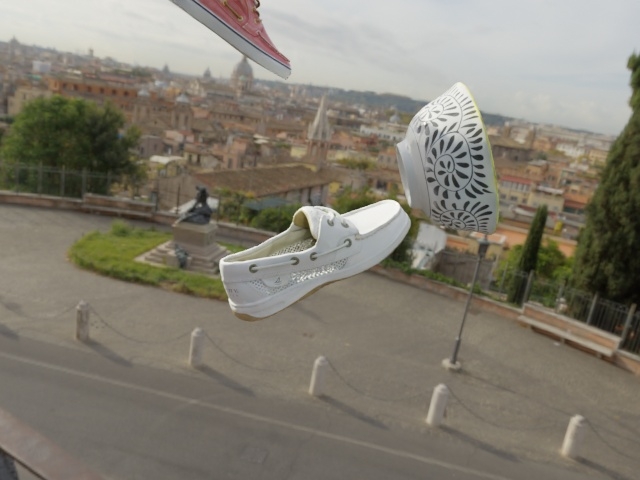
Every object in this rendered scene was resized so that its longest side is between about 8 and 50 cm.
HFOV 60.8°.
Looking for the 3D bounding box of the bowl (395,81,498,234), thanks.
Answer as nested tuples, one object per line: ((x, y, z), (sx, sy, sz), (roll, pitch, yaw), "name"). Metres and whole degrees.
((0.130, -0.079, 0.600), (0.080, 0.170, 0.170), (-14, 14, 5), "bowl")

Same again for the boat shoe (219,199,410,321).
((0.000, 0.000, 0.707), (0.277, 0.096, 0.098), (-29, 26, -24), "boat shoe")

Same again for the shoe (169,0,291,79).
((-0.094, -0.282, 0.682), (0.178, 0.081, 0.063), (30, 10, -26), "shoe")
